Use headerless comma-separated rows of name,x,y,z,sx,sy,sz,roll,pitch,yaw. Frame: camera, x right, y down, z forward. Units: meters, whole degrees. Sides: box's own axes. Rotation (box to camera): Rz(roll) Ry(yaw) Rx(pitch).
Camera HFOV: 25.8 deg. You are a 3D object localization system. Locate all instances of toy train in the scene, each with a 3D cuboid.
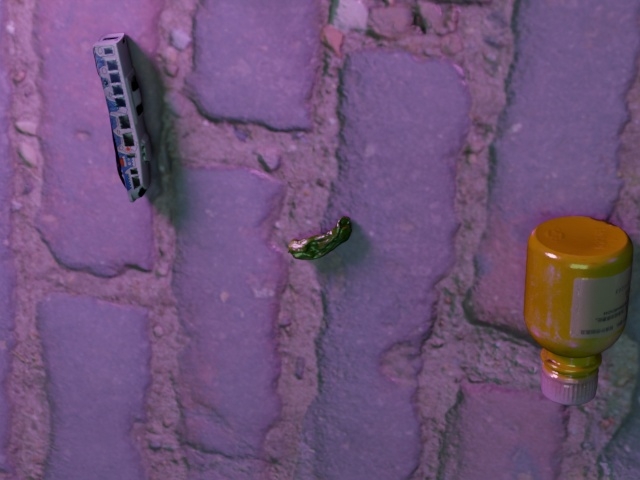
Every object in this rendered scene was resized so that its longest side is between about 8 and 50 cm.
toy train,-0.235,-0.145,1.685,0.047,0.043,0.207,-4,115,9

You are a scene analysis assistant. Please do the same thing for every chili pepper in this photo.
chili pepper,0.001,0.001,1.719,0.091,0.030,0.034,-24,84,19

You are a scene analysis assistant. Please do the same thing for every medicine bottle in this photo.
medicine bottle,0.300,0.089,1.648,0.122,0.122,0.212,4,118,10
